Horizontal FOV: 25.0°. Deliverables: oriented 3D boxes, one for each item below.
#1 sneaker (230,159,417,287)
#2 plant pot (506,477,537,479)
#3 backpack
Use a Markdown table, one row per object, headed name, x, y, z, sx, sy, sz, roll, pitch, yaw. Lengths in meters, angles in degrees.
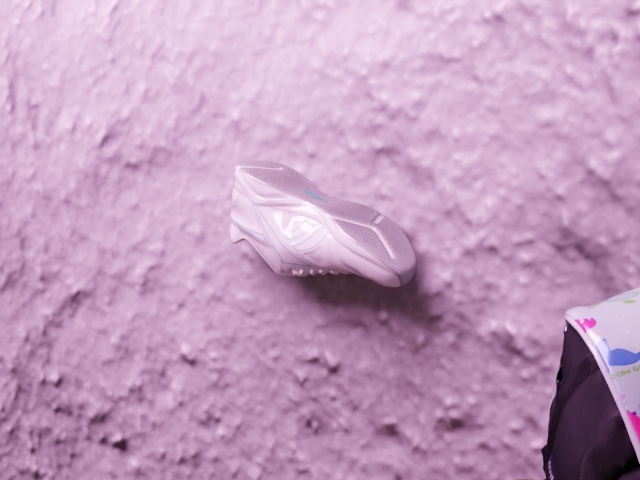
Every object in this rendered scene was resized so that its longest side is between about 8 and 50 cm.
| name | x | y | z | sx | sy | sz | roll | pitch | yaw |
| --- | --- | --- | --- | --- | --- | --- | --- | --- | --- |
| sneaker | 0.000 | 0.000 | 0.970 | 0.152 | 0.053 | 0.061 | 29 | 116 | 31 |
| plant pot | 0.072 | 0.243 | 0.887 | 0.165 | 0.167 | 0.167 | -21 | 83 | 36 |
| backpack | 0.208 | 0.126 | 0.730 | 0.191 | 0.253 | 0.225 | -19 | 67 | 5 |
